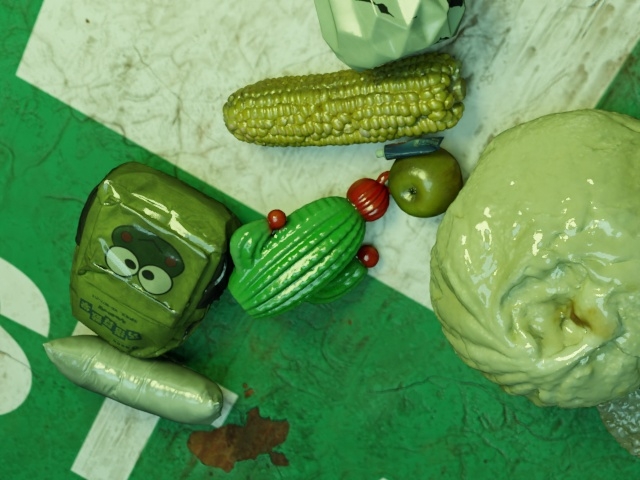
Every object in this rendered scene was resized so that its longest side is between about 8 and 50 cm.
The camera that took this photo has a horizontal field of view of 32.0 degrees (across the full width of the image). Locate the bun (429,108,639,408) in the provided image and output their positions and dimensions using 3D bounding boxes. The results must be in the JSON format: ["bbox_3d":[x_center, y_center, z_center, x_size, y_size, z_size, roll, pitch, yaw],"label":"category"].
[{"bbox_3d":[0.296,0.034,1.257,0.352,0.227,0.349,3,110,11],"label":"bun"}]

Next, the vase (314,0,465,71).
[{"bbox_3d":[0.033,-0.370,1.194,0.165,0.165,0.360,-18,99,19],"label":"vase"}]

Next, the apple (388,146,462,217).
[{"bbox_3d":[0.126,-0.071,1.333,0.089,0.074,0.089,14,118,28],"label":"apple"}]

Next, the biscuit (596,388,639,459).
[{"bbox_3d":[0.475,0.239,1.404,0.250,0.032,0.133,-1,112,13],"label":"biscuit"}]

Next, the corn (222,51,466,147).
[{"bbox_3d":[0.026,-0.160,1.313,0.292,0.101,0.101,-4,110,13],"label":"corn"}]

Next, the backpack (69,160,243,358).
[{"bbox_3d":[-0.218,0.029,1.432,0.207,0.140,0.253,30,124,2],"label":"backpack"}]

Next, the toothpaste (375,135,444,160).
[{"bbox_3d":[0.103,-0.107,1.301,0.083,0.027,0.019,-7,126,26],"label":"toothpaste"}]

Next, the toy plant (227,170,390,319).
[{"bbox_3d":[-0.003,0.013,1.383,0.240,0.088,0.154,-20,123,-14],"label":"toy plant"}]

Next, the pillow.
[{"bbox_3d":[-0.249,0.185,1.500,0.254,0.144,0.078,20,83,3],"label":"pillow"}]
